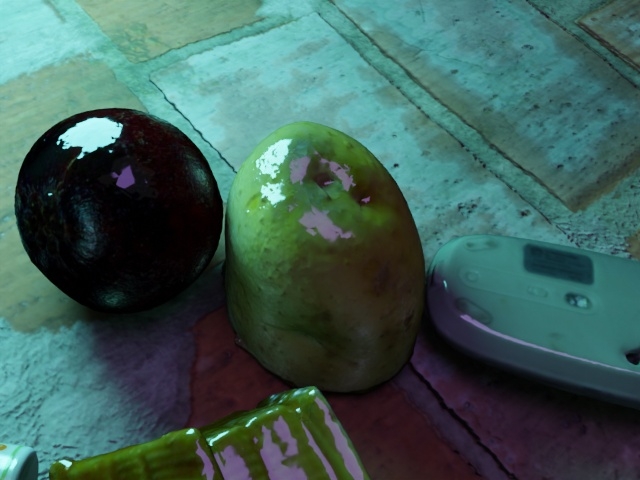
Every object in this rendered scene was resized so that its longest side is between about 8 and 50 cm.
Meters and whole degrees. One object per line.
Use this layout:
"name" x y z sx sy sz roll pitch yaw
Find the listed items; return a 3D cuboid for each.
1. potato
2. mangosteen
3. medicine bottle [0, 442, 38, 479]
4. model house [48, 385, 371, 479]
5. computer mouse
"potato" 0.000 0.000 0.767 0.243 0.242 0.285 -3 59 -12
"mangosteen" -0.193 -0.031 0.761 0.216 0.216 0.216 5 55 -7
"medicine bottle" -0.346 0.208 0.630 0.184 0.086 0.086 9 54 -4
"model house" -0.080 0.232 0.594 0.229 0.219 0.199 -17 70 -22
"computer mouse" 0.277 0.091 0.824 0.331 0.095 0.197 15 44 6
